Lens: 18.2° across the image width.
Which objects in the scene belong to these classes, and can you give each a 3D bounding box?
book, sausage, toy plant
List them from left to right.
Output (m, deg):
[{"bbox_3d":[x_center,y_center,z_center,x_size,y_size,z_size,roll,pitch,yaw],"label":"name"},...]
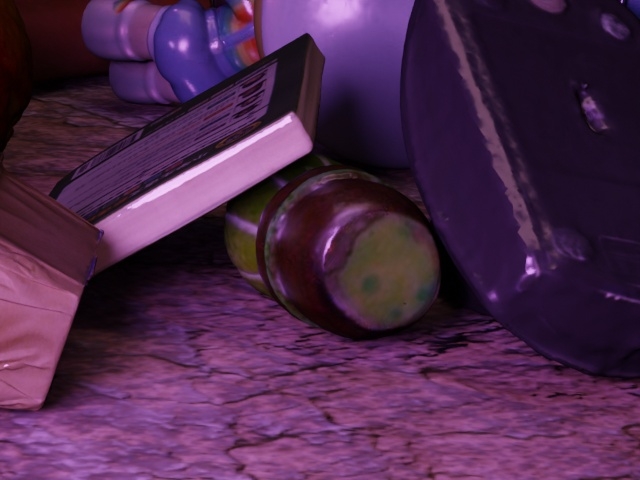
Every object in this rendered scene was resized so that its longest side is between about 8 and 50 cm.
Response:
[{"bbox_3d":[-0.250,-0.173,1.709,0.094,0.094,0.419,-23,-4,39],"label":"sausage"},{"bbox_3d":[-0.090,-0.044,1.188,0.202,0.027,0.264,-29,12,8],"label":"book"},{"bbox_3d":[0.000,0.000,1.113,0.092,0.093,0.162,-4,13,-25],"label":"toy plant"}]

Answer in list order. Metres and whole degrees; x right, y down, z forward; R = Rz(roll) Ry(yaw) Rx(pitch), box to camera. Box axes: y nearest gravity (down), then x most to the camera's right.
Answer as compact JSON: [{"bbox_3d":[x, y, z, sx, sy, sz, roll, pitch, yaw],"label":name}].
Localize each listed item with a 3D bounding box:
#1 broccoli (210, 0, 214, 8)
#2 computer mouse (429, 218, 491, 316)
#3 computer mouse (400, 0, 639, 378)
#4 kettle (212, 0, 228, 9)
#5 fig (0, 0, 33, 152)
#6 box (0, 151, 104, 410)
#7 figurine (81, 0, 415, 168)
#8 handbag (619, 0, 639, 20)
[{"bbox_3d":[-0.095,-0.323,1.965,0.375,0.302,0.249,-2,56,-13],"label":"broccoli"},{"bbox_3d":[0.111,0.003,1.180,0.099,0.057,0.172,8,15,-11],"label":"computer mouse"},{"bbox_3d":[0.124,-0.040,1.099,0.170,0.100,0.269,8,48,-28],"label":"computer mouse"},{"bbox_3d":[0.043,-0.200,1.822,0.232,0.144,0.202,26,-3,39],"label":"kettle"},{"bbox_3d":[-0.253,-0.119,1.379,0.190,0.191,0.290,12,4,31],"label":"fig"},{"bbox_3d":[-0.168,0.021,0.988,0.111,0.111,0.177,2,15,-3],"label":"box"},{"bbox_3d":[-0.019,-0.139,1.561,0.381,0.224,0.205,-16,33,44],"label":"figurine"},{"bbox_3d":[0.215,-0.130,1.295,0.263,0.241,0.222,19,10,41],"label":"handbag"}]
